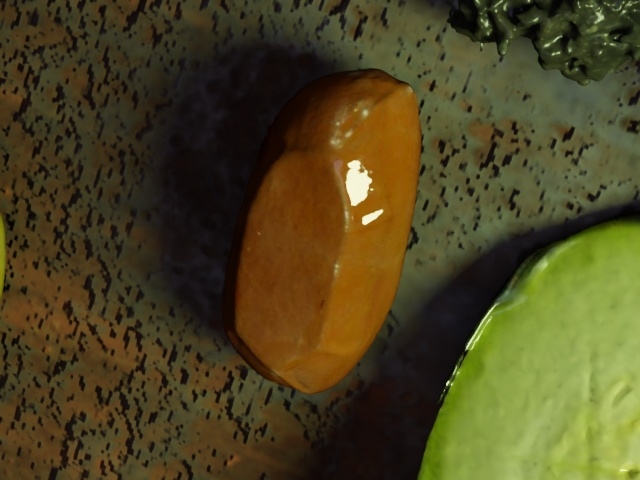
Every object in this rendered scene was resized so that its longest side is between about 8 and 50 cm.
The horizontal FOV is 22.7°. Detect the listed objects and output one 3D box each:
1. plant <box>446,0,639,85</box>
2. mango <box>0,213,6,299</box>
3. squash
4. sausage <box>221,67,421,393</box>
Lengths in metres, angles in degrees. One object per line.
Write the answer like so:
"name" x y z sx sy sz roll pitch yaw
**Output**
"plant" 0.143 -0.102 0.735 0.174 0.085 0.087 19 65 9
"mango" -0.236 0.026 0.835 0.137 0.098 0.195 20 112 5
"squash" 0.130 0.110 0.741 0.237 0.204 0.155 -11 121 15
"sausage" 0.000 0.000 0.782 0.089 0.089 0.179 17 114 9
